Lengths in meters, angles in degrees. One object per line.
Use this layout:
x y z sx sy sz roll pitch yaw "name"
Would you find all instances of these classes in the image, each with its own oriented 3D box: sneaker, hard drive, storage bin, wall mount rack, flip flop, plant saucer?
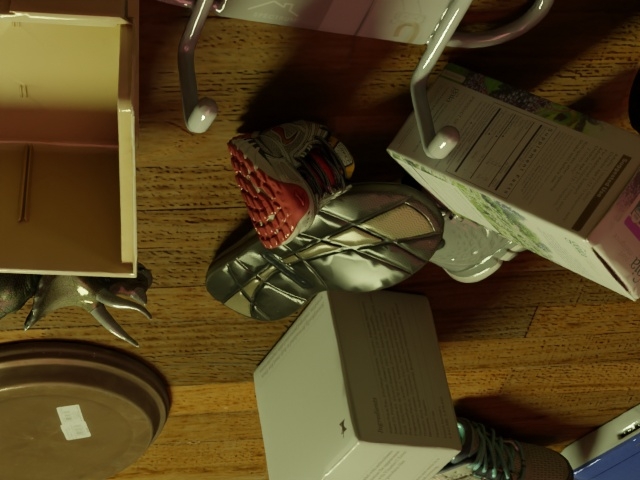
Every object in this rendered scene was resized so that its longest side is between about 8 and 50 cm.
-0.021 -0.059 1.303 0.093 0.225 0.088 -20 104 2 "sneaker"
0.474 0.262 1.989 0.318 0.040 0.210 22 135 -37 "hard drive"
0.143 -0.041 1.440 0.132 0.086 0.228 17 139 -29 "sneaker"
0.166 0.257 1.854 0.283 0.110 0.122 4 140 -18 "sneaker"
-0.262 -0.089 1.195 0.262 0.123 0.260 3 151 -5 "storage bin"
0.042 -0.187 1.164 0.350 0.130 0.304 5 143 -21 "wall mount rack"
0.000 0.000 1.472 0.112 0.080 0.277 41 142 -19 "flip flop"
-0.295 0.194 1.714 0.278 0.041 0.278 -6 144 -4 "plant saucer"

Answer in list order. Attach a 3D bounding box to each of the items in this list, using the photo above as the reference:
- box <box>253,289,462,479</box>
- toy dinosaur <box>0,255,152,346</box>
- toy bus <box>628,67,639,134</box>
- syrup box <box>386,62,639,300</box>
0.032 0.167 1.626 0.119 0.182 0.181 8 142 -27 "box"
-0.304 0.029 1.368 0.313 0.160 0.121 -16 145 9 "toy dinosaur"
0.367 -0.144 1.283 0.211 0.149 0.220 -9 116 -45 "toy bus"
0.172 -0.050 1.289 0.096 0.237 0.093 -54 132 -7 "syrup box"
